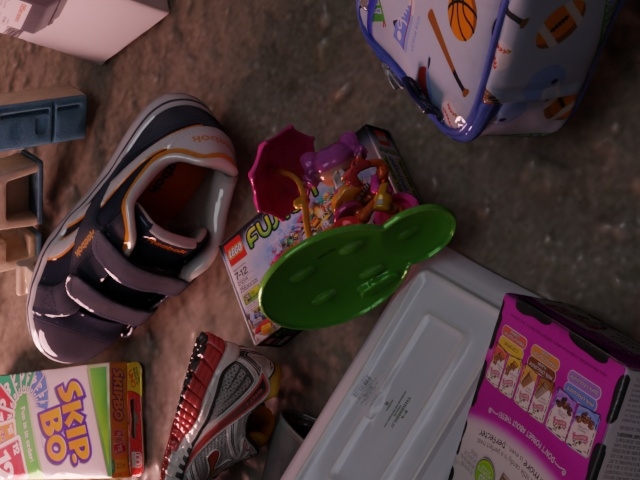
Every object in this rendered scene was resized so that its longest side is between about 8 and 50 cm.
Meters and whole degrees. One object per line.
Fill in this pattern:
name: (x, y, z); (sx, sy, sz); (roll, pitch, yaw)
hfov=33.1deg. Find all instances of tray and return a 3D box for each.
tray: (0.067, 0.137, 0.873); (0.145, 0.030, 0.270); (30, 89, 37)

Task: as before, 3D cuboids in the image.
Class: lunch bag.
lunch bag: (0.120, -0.233, 0.793); (0.243, 0.115, 0.303); (-121, 34, -41)

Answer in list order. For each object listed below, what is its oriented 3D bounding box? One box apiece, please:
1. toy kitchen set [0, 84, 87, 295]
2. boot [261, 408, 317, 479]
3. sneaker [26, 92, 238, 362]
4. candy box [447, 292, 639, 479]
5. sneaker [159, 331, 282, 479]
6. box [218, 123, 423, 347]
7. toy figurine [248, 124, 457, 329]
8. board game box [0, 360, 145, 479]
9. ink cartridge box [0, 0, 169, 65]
toy kitchen set: (-0.294, -0.046, 1.214); (0.166, 0.122, 0.207); (32, 125, 38)
boot: (-0.007, 0.279, 0.945); (0.190, 0.076, 0.208); (32, 98, 37)
sneaker: (-0.192, 0.012, 1.081); (0.321, 0.126, 0.127); (-59, 39, 16)
candy box: (0.162, 0.173, 0.761); (0.159, 0.071, 0.233); (-141, 65, -65)
sneaker: (-0.095, 0.188, 0.998); (0.088, 0.093, 0.225); (-81, 9, -51)
box: (0.000, 0.000, 0.988); (0.207, 0.036, 0.114); (-39, 61, 30)
toy figurine: (0.007, -0.036, 0.903); (0.173, 0.130, 0.159); (-29, 54, 10)
board game box: (-0.293, 0.206, 1.213); (0.259, 0.039, 0.124); (-10, 78, 36)
ink cartridge box: (-0.326, -0.343, 1.129); (0.129, 0.307, 0.223); (-26, 68, 33)
